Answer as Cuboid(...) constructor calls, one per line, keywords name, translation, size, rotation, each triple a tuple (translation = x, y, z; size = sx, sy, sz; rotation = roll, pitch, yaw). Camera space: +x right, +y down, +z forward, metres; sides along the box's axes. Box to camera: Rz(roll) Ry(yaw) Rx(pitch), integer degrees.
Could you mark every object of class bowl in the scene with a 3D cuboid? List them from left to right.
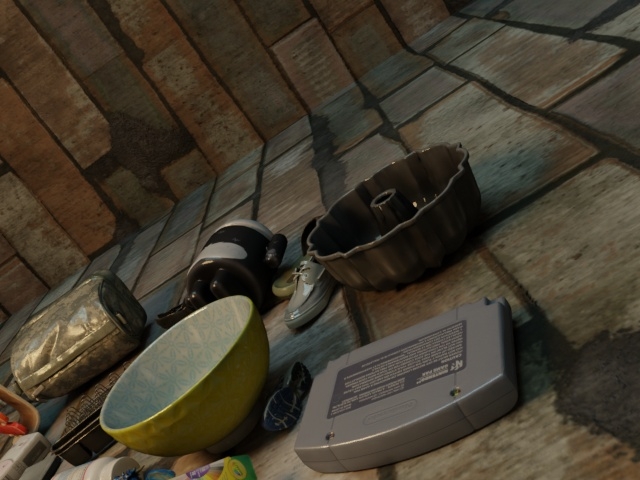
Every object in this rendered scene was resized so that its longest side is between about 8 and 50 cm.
Cuboid(name="bowl", translation=(-0.180, 0.238, 1.072), size=(0.289, 0.156, 0.289), rotation=(-32, 18, 12))

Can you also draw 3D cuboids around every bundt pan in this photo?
Cuboid(name="bundt pan", translation=(0.143, -0.030, 1.208), size=(0.330, 0.124, 0.331), rotation=(-32, 18, 12))

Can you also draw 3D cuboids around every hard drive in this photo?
Cuboid(name="hard drive", translation=(-0.583, 0.496, 1.360), size=(0.094, 0.022, 0.135), rotation=(-29, 20, 19))

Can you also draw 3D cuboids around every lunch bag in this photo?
Cuboid(name="lunch bag", translation=(-0.602, 0.245, 1.696), size=(0.305, 0.213, 0.256), rotation=(-35, 13, -1))

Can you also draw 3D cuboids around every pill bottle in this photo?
Cuboid(name="pill bottle", translation=(-0.366, 0.402, 1.108), size=(0.160, 0.087, 0.087), rotation=(-25, 21, 27))

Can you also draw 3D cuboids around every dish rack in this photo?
Cuboid(name="dish rack", translation=(-0.446, 0.340, 1.420), size=(0.208, 0.074, 0.271), rotation=(-38, 18, -8))

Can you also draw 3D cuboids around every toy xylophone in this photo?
Cuboid(name="toy xylophone", translation=(-0.802, 0.371, 1.591), size=(0.236, 0.322, 0.081), rotation=(-24, 32, 51))

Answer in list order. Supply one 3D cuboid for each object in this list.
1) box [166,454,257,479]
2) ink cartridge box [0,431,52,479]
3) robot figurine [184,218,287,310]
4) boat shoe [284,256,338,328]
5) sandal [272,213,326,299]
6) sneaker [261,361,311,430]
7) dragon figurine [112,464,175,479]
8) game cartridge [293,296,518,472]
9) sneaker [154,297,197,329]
Cuboid(name="box", translation=(-0.157, 0.335, 0.834), size=(0.179, 0.043, 0.105), rotation=(-19, 36, -11))
Cuboid(name="ink cartridge box", translation=(-0.719, 0.520, 1.493), size=(0.232, 0.066, 0.189), rotation=(-17, 26, 34))
Cuboid(name="robot figurine", translation=(-0.183, 0.070, 1.472), size=(0.209, 0.174, 0.278), rotation=(9, 30, 6))
Cuboid(name="boat shoe", translation=(-0.016, 0.072, 1.304), size=(0.079, 0.081, 0.227), rotation=(-18, 25, 42))
Cuboid(name="sandal", translation=(0.000, 0.001, 1.440), size=(0.120, 0.086, 0.303), rotation=(-10, 32, 52))
Cuboid(name="sneaker", translation=(-0.059, 0.244, 1.032), size=(0.058, 0.052, 0.135), rotation=(-36, 8, 33))
Cuboid(name="dragon figurine", translation=(-0.216, 0.369, 0.929), size=(0.289, 0.085, 0.144), rotation=(-22, 23, 35))
Cuboid(name="game cartridge", translation=(0.107, 0.187, 0.862), size=(0.294, 0.060, 0.196), rotation=(-27, 17, 25))
Cuboid(name="sneaker", translation=(-0.279, 0.162, 1.533), size=(0.170, 0.089, 0.051), rotation=(-32, 19, 12))
